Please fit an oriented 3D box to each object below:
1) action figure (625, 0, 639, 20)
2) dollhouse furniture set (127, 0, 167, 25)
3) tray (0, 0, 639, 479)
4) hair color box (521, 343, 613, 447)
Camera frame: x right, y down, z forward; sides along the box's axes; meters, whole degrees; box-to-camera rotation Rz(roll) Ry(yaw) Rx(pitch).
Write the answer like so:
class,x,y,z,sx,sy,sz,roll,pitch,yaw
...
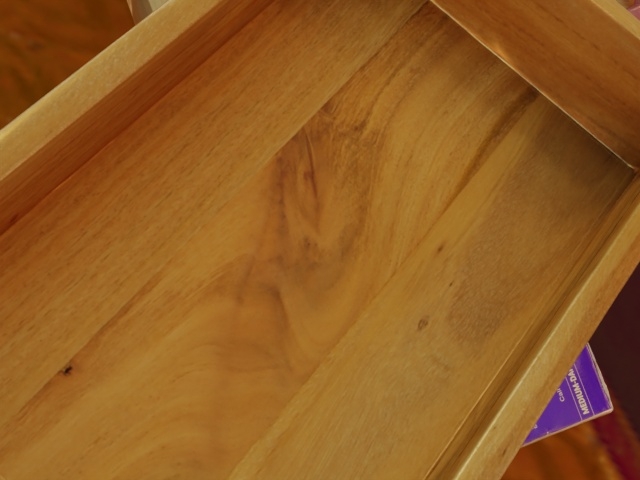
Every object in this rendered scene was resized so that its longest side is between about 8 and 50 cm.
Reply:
class,x,y,z,sx,sy,sz,roll,pitch,yaw
action figure,0.266,-0.148,0.985,0.370,0.275,0.248,33,44,-23
dollhouse furniture set,-0.037,-0.097,1.106,0.198,0.303,0.286,-10,62,-18
tray,0.000,0.000,0.649,0.203,0.076,0.411,40,44,2
hair color box,0.040,0.153,1.335,0.339,0.185,0.110,-17,82,-37
